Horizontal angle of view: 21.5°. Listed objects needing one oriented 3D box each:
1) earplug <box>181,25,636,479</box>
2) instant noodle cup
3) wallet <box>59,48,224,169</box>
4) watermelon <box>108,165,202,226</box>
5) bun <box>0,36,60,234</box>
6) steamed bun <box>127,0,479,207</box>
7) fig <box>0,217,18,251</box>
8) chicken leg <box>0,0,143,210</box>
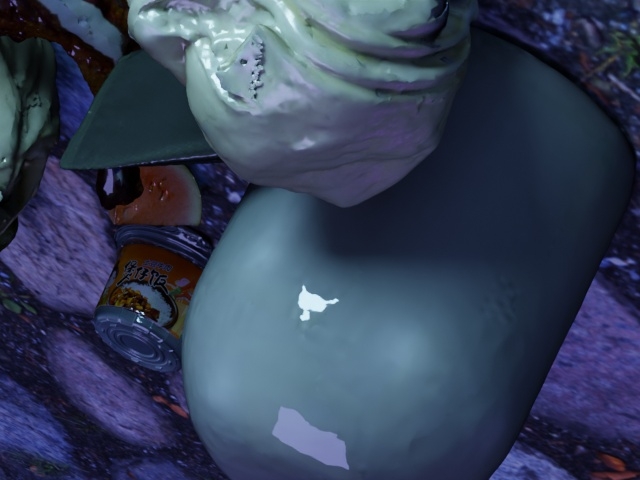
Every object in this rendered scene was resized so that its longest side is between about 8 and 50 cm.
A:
[{"bbox_3d":[0.061,0.051,1.432,0.313,0.394,0.312,21,152,11],"label":"earplug"},{"bbox_3d":[-0.194,0.077,2.015,0.178,0.125,0.208,20,152,17],"label":"instant noodle cup"},{"bbox_3d":[-0.093,-0.119,1.410,0.245,0.168,0.052,-6,132,30],"label":"wallet"},{"bbox_3d":[-0.201,-0.058,1.817,0.125,0.094,0.135,23,150,27],"label":"watermelon"},{"bbox_3d":[-0.387,-0.091,1.673,0.235,0.362,0.326,24,-163,6],"label":"bun"},{"bbox_3d":[0.002,-0.191,1.202,0.206,0.275,0.320,-27,118,40],"label":"steamed bun"},{"bbox_3d":[-0.492,-0.070,2.041,0.235,0.203,0.203,65,156,12],"label":"fig"},{"bbox_3d":[-0.219,-0.181,1.539,0.407,0.158,0.096,65,179,-46],"label":"chicken leg"}]
